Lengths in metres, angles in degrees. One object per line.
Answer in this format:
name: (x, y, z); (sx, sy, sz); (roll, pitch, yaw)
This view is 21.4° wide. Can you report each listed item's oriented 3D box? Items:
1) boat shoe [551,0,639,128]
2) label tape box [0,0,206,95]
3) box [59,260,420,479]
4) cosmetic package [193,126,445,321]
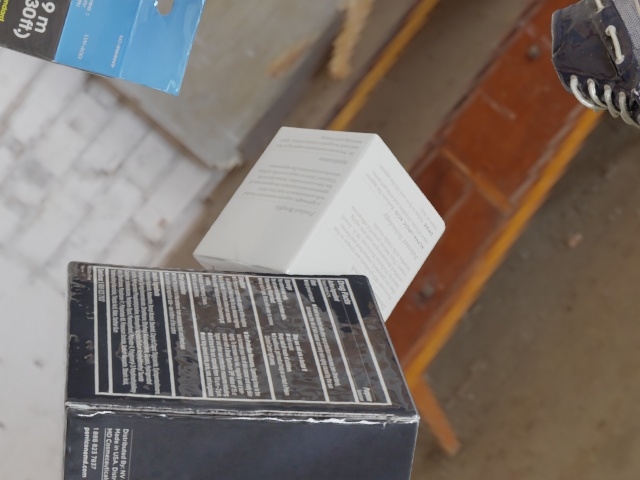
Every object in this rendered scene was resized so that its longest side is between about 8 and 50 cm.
boat shoe: (0.372, -0.173, 1.997); (0.158, 0.127, 0.341); (-27, 45, 26)
label tape box: (-0.276, -0.308, 1.710); (0.106, 0.333, 0.241); (-36, -37, -85)
box: (-0.086, 0.160, 1.521); (0.296, 0.294, 0.183); (-107, 21, -66)
cosmetic package: (0.000, 0.000, 1.759); (0.151, 0.151, 0.184); (10, 58, 47)
